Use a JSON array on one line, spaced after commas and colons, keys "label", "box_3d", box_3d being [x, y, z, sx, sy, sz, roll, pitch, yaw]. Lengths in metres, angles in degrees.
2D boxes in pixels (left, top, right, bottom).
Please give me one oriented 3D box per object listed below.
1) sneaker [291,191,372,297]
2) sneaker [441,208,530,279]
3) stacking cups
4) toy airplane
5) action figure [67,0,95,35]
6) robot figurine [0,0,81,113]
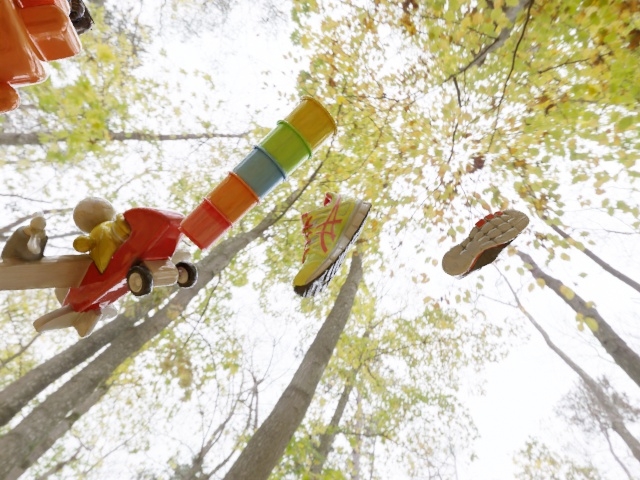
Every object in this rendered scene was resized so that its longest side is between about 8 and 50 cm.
[{"label": "sneaker", "box_3d": [0.000, 0.000, 0.669, 0.094, 0.208, 0.081, 28, -39, 7]}, {"label": "sneaker", "box_3d": [0.274, 0.009, 0.710, 0.158, 0.065, 0.061, -36, -131, 13]}, {"label": "stacking cups", "box_3d": [-0.107, -0.109, 0.741, 0.096, 0.096, 0.316, 42, -98, 5]}, {"label": "toy airplane", "box_3d": [-0.476, 0.041, 0.937, 0.384, 0.386, 0.272, -20, -100, -18]}, {"label": "action figure", "box_3d": [-0.441, -0.393, 0.639, 0.099, 0.285, 0.185, -30, -68, 25]}, {"label": "robot figurine", "box_3d": [-0.357, -0.204, 0.403, 0.219, 0.128, 0.158, -18, -50, -17]}]
